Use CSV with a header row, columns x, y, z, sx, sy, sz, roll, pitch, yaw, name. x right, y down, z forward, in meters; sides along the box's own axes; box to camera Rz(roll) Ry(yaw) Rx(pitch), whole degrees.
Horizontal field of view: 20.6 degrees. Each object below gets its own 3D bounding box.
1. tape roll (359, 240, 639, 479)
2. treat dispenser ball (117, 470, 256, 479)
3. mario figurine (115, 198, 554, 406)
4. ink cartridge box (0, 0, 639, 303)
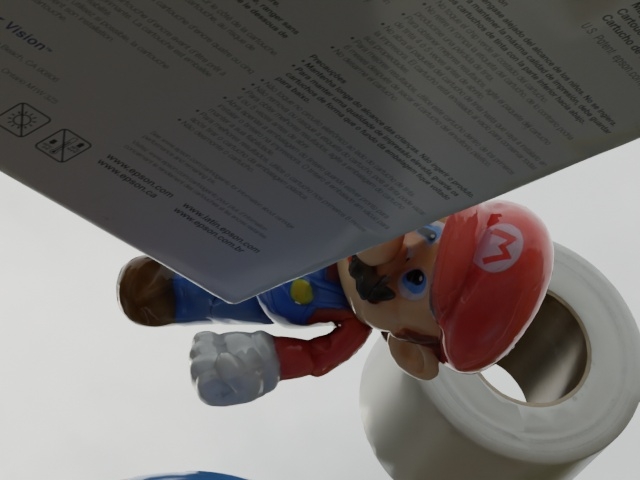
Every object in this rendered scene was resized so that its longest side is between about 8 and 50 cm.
x,y,z,sx,sy,sz,roll,pitch,yaw,name
0.175,0.135,1.733,0.246,0.246,0.169,20,-32,-4,tape roll
-0.073,0.263,0.906,0.288,0.288,0.288,7,-49,8,treat dispenser ball
0.000,0.000,1.157,0.320,0.170,0.198,4,-71,35,mario figurine
-0.010,-0.105,0.780,0.330,0.071,0.324,-24,-36,26,ink cartridge box
